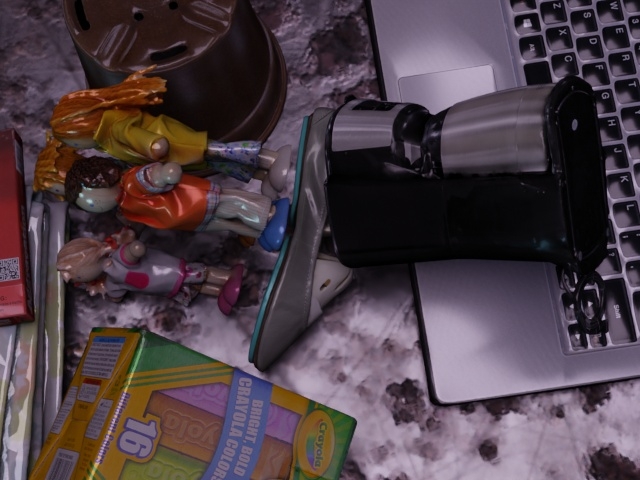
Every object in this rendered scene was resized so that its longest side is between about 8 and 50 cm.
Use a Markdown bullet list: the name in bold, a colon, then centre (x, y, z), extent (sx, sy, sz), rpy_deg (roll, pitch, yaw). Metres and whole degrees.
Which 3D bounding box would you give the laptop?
- **laptop**: centre (0.252, -0.114, 0.811), extent (0.408, 0.236, 0.382), rpy_deg (-8, 74, 1)

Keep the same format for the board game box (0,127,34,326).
- **board game box**: centre (-0.352, 0.007, 0.830), extent (0.281, 0.027, 0.145), rpy_deg (-9, 71, -1)

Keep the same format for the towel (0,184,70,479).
- **towel**: centre (-0.373, 0.117, 0.860), extent (0.374, 0.090, 0.321), rpy_deg (-2, 71, 3)

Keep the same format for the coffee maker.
- **coffee maker**: centre (0.099, -0.022, 0.805), extent (0.178, 0.120, 0.171), rpy_deg (-3, 79, 32)

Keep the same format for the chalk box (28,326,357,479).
- **chalk box**: centre (-0.068, 0.157, 0.787), extent (0.213, 0.132, 0.132), rpy_deg (26, 75, -23)

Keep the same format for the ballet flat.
- **ballet flat**: centre (0.000, 0.000, 0.878), extent (0.068, 0.072, 0.213), rpy_deg (12, 75, 2)

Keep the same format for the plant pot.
- **plant pot**: centre (-0.116, -0.151, 0.877), extent (0.167, 0.165, 0.167), rpy_deg (-1, 74, 4)

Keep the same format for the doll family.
- **doll family**: centre (-0.118, -0.038, 0.806), extent (0.163, 0.263, 0.118), rpy_deg (13, 69, -10)
